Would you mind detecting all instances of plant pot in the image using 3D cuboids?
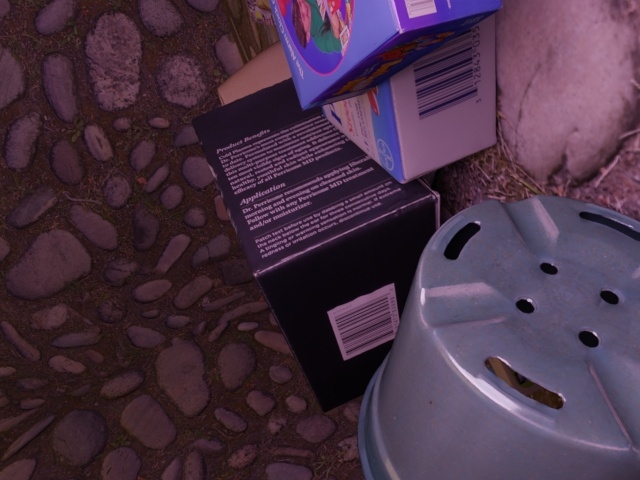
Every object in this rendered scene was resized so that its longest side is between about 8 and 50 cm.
[{"bbox_3d":[0.211,0.154,0.495,0.334,0.341,0.341,85,161,-47],"label":"plant pot"},{"bbox_3d":[-0.109,-0.370,1.164,0.256,0.274,0.256,156,90,-83],"label":"plant pot"}]

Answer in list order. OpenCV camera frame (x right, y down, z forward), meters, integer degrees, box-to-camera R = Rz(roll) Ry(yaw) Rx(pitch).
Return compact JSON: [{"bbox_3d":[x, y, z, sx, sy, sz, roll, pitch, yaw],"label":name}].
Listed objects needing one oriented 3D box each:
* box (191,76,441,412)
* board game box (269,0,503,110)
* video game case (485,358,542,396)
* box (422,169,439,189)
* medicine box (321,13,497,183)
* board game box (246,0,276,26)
[{"bbox_3d":[0.000,0.000,0.944,0.480,0.297,0.471,73,172,-46],"label":"box"},{"bbox_3d":[-0.003,-0.304,0.363,0.233,0.078,0.347,-166,58,-72],"label":"board game box"},{"bbox_3d":[0.285,0.161,0.889,0.269,0.061,0.244,108,138,-79],"label":"video game case"},{"bbox_3d":[0.113,-0.196,0.928,0.257,0.079,0.322,79,165,-66],"label":"box"},{"bbox_3d":[0.087,-0.266,0.620,0.289,0.149,0.263,-125,14,-52],"label":"medicine box"},{"bbox_3d":[-0.078,-0.550,0.960,0.347,0.056,0.208,37,149,45],"label":"board game box"}]
